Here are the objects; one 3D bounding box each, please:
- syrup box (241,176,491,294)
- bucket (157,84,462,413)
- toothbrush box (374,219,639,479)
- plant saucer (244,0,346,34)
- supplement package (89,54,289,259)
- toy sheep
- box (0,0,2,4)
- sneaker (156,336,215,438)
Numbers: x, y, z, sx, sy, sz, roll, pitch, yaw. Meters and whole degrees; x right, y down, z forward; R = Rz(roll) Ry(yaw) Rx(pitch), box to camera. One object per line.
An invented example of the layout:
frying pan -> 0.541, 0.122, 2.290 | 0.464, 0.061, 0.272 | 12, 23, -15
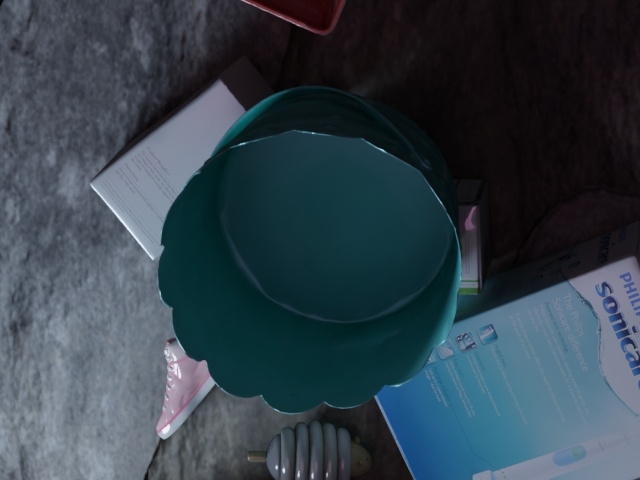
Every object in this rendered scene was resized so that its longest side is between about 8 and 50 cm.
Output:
syrup box -> 0.047, -0.007, 1.743 | 0.237, 0.093, 0.096 | 0, 108, 11
bucket -> 0.000, 0.000, 1.600 | 0.281, 0.183, 0.281 | 3, 110, 7
toothbrush box -> 0.219, 0.140, 1.740 | 0.295, 0.126, 0.216 | -23, 101, 18
plant saucer -> -0.057, -0.355, 1.609 | 0.258, 0.048, 0.259 | 24, 114, 1
supplement package -> -0.120, -0.083, 1.744 | 0.179, 0.105, 0.105 | -35, 99, 20
toy sheep -> -0.011, 0.231, 1.839 | 0.132, 0.091, 0.091 | -1, 109, -8
box -> -0.351, -0.245, 1.759 | 0.052, 0.062, 0.083 | 32, 112, 1
sneaker -> -0.147, 0.143, 1.855 | 0.070, 0.051, 0.134 | 39, 108, -1
